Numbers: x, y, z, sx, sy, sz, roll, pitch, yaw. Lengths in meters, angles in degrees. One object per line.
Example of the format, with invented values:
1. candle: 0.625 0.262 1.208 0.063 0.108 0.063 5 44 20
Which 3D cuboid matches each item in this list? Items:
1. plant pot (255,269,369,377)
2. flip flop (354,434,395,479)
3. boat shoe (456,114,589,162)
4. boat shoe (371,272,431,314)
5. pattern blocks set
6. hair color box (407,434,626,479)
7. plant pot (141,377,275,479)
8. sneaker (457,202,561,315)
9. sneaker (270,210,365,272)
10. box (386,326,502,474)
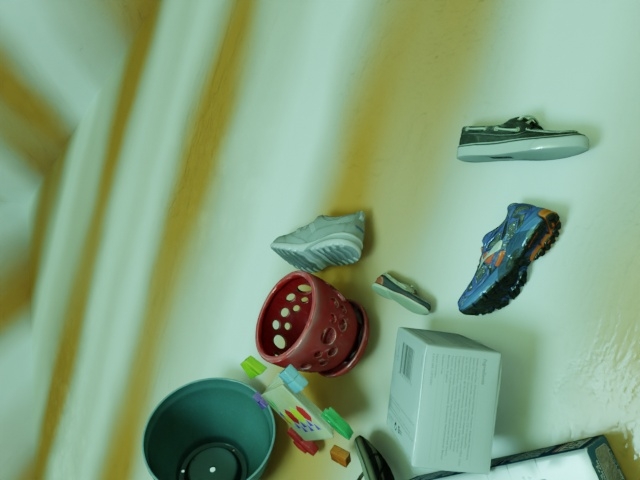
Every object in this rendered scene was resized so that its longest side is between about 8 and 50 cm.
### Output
1. plant pot: -0.012 0.180 0.980 0.191 0.174 0.191 -34 39 33
2. flip flop: 0.093 0.479 0.853 0.080 0.112 0.277 -28 43 15
3. boat shoe: 0.326 -0.171 0.802 0.219 0.078 0.070 7 90 46
4. boat shoe: 0.162 0.102 0.941 0.043 0.049 0.137 -45 42 -21
5. pattern blocks set: -0.048 0.335 0.957 0.285 0.026 0.325 49 150 -5
6. hair color box: 0.283 0.426 0.728 0.347 0.105 0.173 -34 62 36
7. plant pot: -0.257 0.504 1.145 0.293 0.293 0.196 44 140 39
8. sneaker: 0.300 0.033 0.806 0.221 0.083 0.087 -57 37 15
9. sneaker: 0.000 0.000 1.099 0.281 0.105 0.115 -6 50 45
10. box: 0.191 0.245 0.778 0.181 0.119 0.181 154 123 -86
